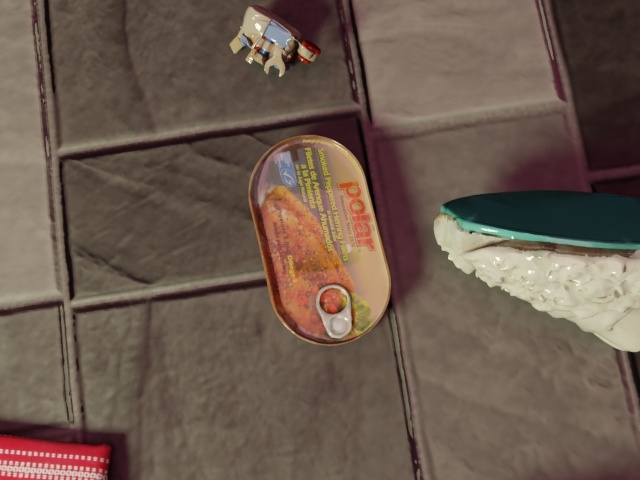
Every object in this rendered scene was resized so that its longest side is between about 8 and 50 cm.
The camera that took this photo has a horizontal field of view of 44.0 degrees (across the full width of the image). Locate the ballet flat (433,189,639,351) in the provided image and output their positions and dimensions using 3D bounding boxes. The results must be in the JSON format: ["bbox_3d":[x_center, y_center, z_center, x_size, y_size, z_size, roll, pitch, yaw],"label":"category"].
[{"bbox_3d":[0.300,0.030,0.646,0.409,0.147,0.147,-2,79,2],"label":"ballet flat"}]

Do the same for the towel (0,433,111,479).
[{"bbox_3d":[-0.290,0.286,0.623,0.199,0.031,0.274,6,62,2],"label":"towel"}]

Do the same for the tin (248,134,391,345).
[{"bbox_3d":[0.000,0.000,0.704,0.106,0.040,0.189,-13,79,3],"label":"tin"}]

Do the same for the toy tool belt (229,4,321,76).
[{"bbox_3d":[-0.044,-0.178,0.740,0.083,0.052,0.051,38,114,12],"label":"toy tool belt"}]
